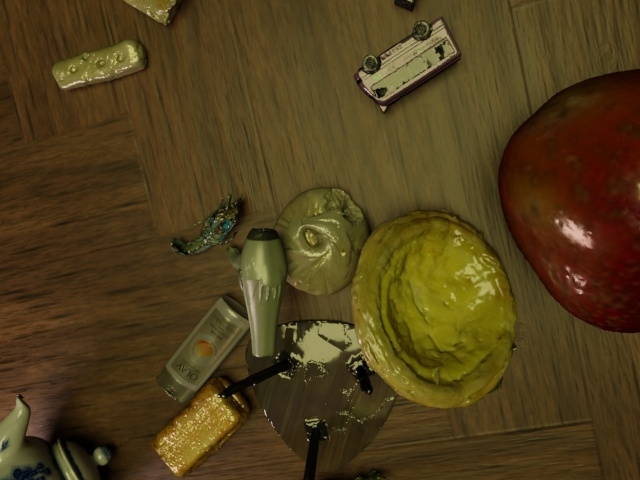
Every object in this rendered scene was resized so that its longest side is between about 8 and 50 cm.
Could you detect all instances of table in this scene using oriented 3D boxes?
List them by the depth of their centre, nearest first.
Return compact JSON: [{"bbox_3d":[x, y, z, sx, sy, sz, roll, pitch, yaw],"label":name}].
[{"bbox_3d":[-0.034,0.294,1.054,0.317,0.249,0.318,1,96,11],"label":"table"}]

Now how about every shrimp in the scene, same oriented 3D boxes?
[{"bbox_3d":[-0.211,-0.025,1.162,0.174,0.076,0.082,-33,48,17],"label":"shrimp"}]

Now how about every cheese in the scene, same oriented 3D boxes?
[{"bbox_3d":[-0.436,-0.345,1.174,0.193,0.043,0.065,-13,98,10],"label":"cheese"}]

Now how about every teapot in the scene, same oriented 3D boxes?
[{"bbox_3d":[-0.554,0.506,1.201,0.280,0.252,0.424,-29,113,-23],"label":"teapot"}]

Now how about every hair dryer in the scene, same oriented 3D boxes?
[{"bbox_3d":[-0.122,0.099,1.065,0.088,0.225,0.219,-3,81,-27],"label":"hair dryer"}]

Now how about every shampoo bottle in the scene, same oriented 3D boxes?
[{"bbox_3d":[-0.231,0.218,1.183,0.086,0.056,0.227,40,102,1],"label":"shampoo bottle"}]

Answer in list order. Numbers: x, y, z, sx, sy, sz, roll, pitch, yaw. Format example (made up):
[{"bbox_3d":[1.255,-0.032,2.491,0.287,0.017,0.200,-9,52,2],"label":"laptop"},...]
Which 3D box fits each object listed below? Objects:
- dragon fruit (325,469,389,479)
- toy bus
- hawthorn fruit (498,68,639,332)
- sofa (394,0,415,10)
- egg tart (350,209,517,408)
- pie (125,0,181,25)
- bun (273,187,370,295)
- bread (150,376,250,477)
[{"bbox_3d":[0.034,0.525,1.132,0.235,0.135,0.137,-20,86,-5],"label":"dragon fruit"},{"bbox_3d":[0.151,-0.305,1.039,0.178,0.087,0.098,-31,96,11],"label":"toy bus"},{"bbox_3d":[0.447,-0.073,0.877,0.402,0.403,0.403,1,96,11],"label":"hawthorn fruit"},{"bbox_3d":[0.166,-0.467,1.032,0.039,0.060,0.118,23,99,2],"label":"sofa"},{"bbox_3d":[0.185,0.115,1.016,0.345,0.132,0.346,8,69,-22],"label":"egg tart"},{"bbox_3d":[-0.267,-0.582,1.098,0.337,0.075,0.338,1,96,12],"label":"pie"},{"bbox_3d":[0.000,0.000,1.081,0.178,0.128,0.193,33,99,7],"label":"bun"},{"bbox_3d":[-0.237,0.373,1.187,0.211,0.083,0.114,-44,83,12],"label":"bread"}]
